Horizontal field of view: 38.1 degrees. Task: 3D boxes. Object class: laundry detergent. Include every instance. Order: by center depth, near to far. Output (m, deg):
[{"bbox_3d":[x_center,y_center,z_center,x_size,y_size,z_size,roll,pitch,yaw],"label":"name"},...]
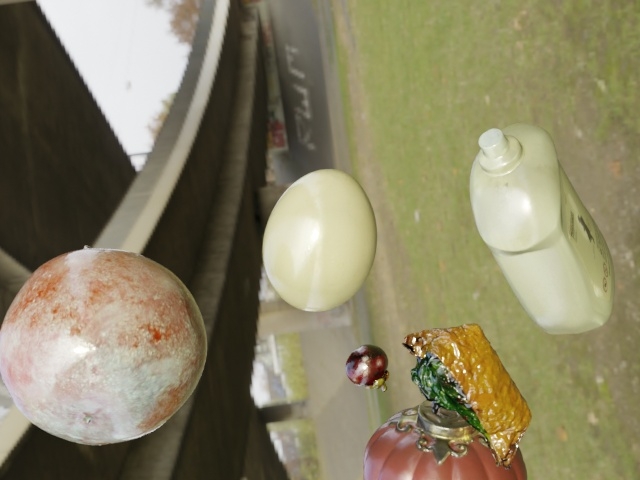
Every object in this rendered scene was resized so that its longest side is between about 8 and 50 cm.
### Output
[{"bbox_3d":[0.224,-0.026,0.952,0.253,0.091,0.181,50,-141,-39],"label":"laundry detergent"}]

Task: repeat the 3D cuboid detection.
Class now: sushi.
[{"bbox_3d":[0.245,0.243,1.558,0.287,0.140,0.149,57,173,-23],"label":"sushi"}]

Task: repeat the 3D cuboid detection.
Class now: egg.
[{"bbox_3d":[0.000,0.000,1.518,0.186,0.186,0.241,-96,14,-72],"label":"egg"}]

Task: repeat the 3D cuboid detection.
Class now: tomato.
[{"bbox_3d":[-0.335,0.163,1.442,0.282,0.317,0.316,-93,-3,-46],"label":"tomato"}]

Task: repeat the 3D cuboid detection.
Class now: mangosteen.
[{"bbox_3d":[0.085,0.223,1.637,0.081,0.081,0.081,-8,-90,-89],"label":"mangosteen"}]

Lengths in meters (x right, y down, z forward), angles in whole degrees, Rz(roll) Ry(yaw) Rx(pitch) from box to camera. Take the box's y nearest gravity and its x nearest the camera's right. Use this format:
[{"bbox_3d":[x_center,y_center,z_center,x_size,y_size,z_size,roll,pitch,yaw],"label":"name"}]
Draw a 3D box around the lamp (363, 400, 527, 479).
[{"bbox_3d":[0.227,0.429,1.710,0.303,0.303,0.257,-96,6,-71],"label":"lamp"}]
